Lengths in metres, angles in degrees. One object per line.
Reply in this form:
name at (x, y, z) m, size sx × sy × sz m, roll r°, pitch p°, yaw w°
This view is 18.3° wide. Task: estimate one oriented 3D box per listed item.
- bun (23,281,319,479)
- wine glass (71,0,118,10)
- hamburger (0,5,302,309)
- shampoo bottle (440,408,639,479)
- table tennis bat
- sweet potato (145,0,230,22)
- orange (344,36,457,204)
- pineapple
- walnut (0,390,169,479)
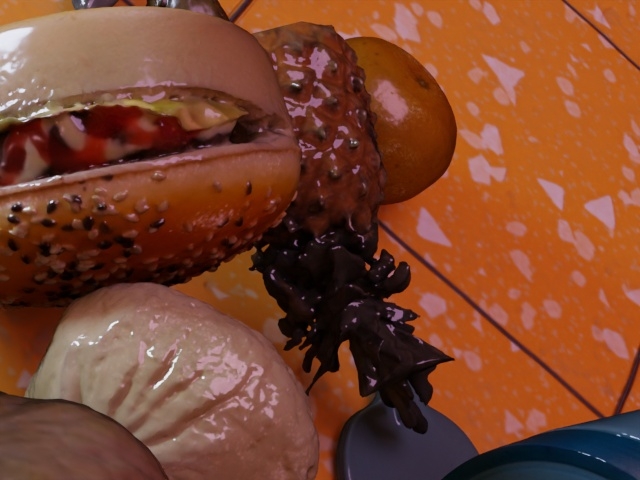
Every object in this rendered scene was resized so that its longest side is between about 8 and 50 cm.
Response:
bun at (-0.110, 0.142, 1.336) m, size 0.220 × 0.220 × 0.134 m, roll 42°, pitch 45°, yaw -5°
wine glass at (-0.192, -0.211, 1.669) m, size 0.066 × 0.066 × 0.198 m, roll 31°, pitch 43°, yaw -18°
hamburger at (-0.157, -0.047, 1.392) m, size 0.300 × 0.300 × 0.176 m, roll -1°, pitch 75°, yaw -41°
shampoo bottle at (0.282, 0.282, 1.469) m, size 0.342 × 0.331 × 0.331 m, roll -9°, pitch 64°, yaw -45°
table tennis bat at (0.071, 0.161, 1.613) m, size 0.153 × 0.040 × 0.244 m, roll 8°, pitch 57°, yaw -35°
sweet potato at (-0.067, -0.109, 1.688) m, size 0.075 × 0.075 × 0.273 m, roll -24°, pitch 78°, yaw -48°
orange at (0.043, -0.101, 1.740) m, size 0.155 × 0.134 × 0.155 m, roll 46°, pitch 18°, yaw -20°
pineapple at (0.000, 0.000, 1.564) m, size 0.169 × 0.169 × 0.340 m, roll -13°, pitch 83°, yaw -46°
walnut at (-0.194, 0.204, 1.177) m, size 0.248 × 0.248 × 0.248 m, roll 23°, pitch 46°, yaw -26°
